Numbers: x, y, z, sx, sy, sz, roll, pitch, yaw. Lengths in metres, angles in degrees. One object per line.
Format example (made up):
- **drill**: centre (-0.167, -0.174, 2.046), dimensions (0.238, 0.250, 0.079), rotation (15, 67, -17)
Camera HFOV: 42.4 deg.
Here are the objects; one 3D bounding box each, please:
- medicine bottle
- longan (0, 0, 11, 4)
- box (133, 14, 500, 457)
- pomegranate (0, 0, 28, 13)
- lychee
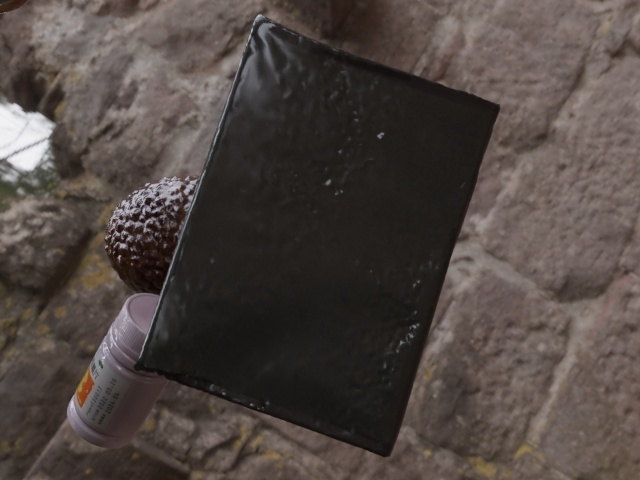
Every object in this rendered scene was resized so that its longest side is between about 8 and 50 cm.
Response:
- **medicine bottle**: centre (-0.321, 0.221, 1.390), dimensions (0.250, 0.133, 0.133), rotation (-56, 0, 24)
- **longan**: centre (-0.518, -0.484, 1.224), dimensions (0.258, 0.258, 0.258), rotation (-57, 0, 0)
- **box**: centre (0.000, 0.000, 0.839), dimensions (0.204, 0.251, 0.345), rotation (85, -156, -86)
- **pomegranate**: centre (-0.600, -0.504, 1.472), dimensions (0.209, 0.209, 0.209), rotation (-57, 0, 0)
- **lychee**: centre (-0.268, -0.004, 1.547), dimensions (0.261, 0.260, 0.260), rotation (-57, 0, 0)
